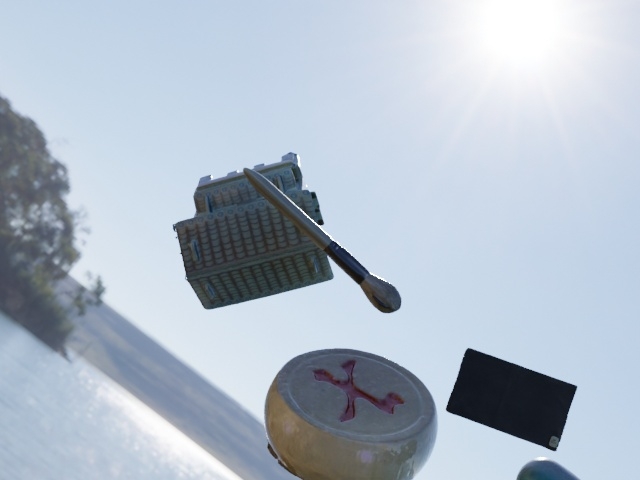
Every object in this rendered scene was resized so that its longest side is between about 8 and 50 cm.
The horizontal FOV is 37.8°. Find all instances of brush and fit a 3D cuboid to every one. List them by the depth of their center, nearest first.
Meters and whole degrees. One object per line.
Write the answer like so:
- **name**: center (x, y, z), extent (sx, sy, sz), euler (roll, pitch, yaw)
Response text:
- **brush**: center (0.000, 0.000, 1.327), extent (0.299, 0.042, 0.039), euler (41, -12, -4)

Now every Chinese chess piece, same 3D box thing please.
- **Chinese chess piece**: center (0.058, 0.345, 1.808), extent (0.338, 0.338, 0.140), euler (28, -60, 34)

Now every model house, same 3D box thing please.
- **model house**: center (-0.106, -0.010, 1.539), extent (0.215, 0.224, 0.198), euler (-91, 167, -68)

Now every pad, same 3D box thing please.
- **pad**: center (0.315, 0.262, 1.549), extent (0.193, 0.116, 0.004), euler (19, -9, 15)

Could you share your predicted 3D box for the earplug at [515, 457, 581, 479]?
- **earplug**: center (0.455, 0.526, 1.626), extent (0.324, 0.185, 0.185), euler (60, -7, 18)
